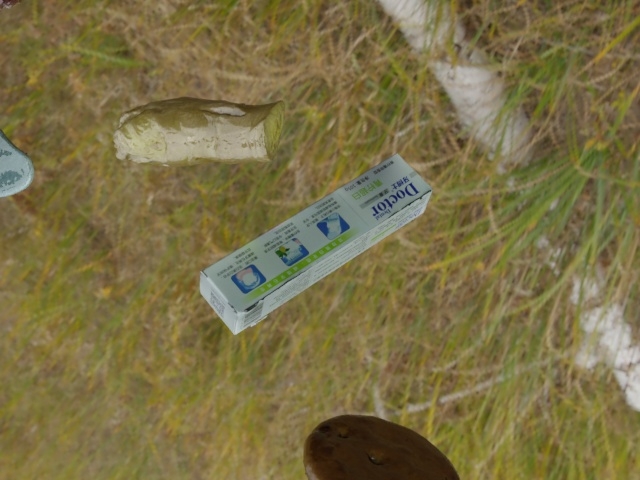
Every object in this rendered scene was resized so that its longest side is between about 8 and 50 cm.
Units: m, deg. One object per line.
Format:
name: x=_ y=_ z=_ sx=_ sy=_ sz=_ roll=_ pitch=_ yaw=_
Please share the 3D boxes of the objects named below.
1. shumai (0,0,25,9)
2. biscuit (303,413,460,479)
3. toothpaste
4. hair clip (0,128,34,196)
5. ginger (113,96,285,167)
shumai: x=-0.505 y=-0.447 z=1.432 sx=0.185 sy=0.184 sz=0.218 roll=-5 pitch=129 yaw=44
biscuit: x=0.078 y=0.280 z=1.188 sx=0.212 sy=0.212 sz=0.036 roll=23 pitch=115 yaw=10
toothpaste: x=0.000 y=0.000 z=1.294 sx=0.081 sy=0.336 sz=0.067 roll=48 pitch=153 yaw=20
hair clip: x=-0.815 y=-0.172 z=1.906 sx=0.392 sy=0.238 sz=0.318 roll=-26 pitch=80 yaw=25
ginger: x=-0.184 y=-0.166 z=1.480 sx=0.263 sy=0.109 sz=0.116 roll=-1 pitch=167 yaw=9
